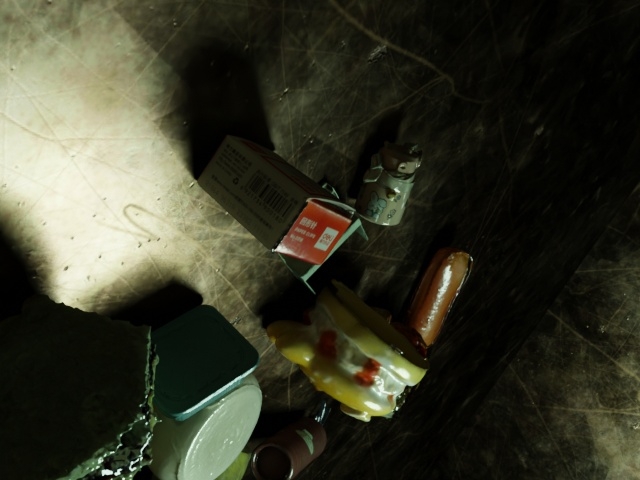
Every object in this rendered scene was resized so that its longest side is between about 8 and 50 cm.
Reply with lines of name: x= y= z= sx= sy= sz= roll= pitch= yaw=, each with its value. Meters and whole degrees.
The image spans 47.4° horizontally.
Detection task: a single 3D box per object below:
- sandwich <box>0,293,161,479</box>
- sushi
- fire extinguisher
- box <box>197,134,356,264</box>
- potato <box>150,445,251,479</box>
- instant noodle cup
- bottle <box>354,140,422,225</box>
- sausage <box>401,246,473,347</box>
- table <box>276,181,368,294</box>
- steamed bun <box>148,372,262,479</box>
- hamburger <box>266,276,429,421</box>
sandwich: x=-0.334 y=0.204 z=0.856 sx=0.325 sy=0.262 sz=0.131 roll=-31 pitch=144 yaw=-31
sushi: x=0.147 y=0.289 z=1.732 sx=0.182 sy=0.197 sz=0.343 roll=-59 pitch=161 yaw=-24
fire extinguisher: x=-0.046 y=0.459 z=1.701 sx=0.138 sy=0.102 sz=0.344 roll=-72 pitch=163 yaw=6
box: x=-0.061 y=-0.058 z=1.015 sx=0.099 sy=0.182 sz=0.133 roll=-56 pitch=148 yaw=10
potato: x=-0.216 y=0.463 z=1.471 sx=0.255 sy=0.112 sz=0.269 roll=-2 pitch=120 yaw=-59
instant noodle cup: x=-0.202 y=0.198 z=1.139 sx=0.179 sy=0.157 sz=0.070 roll=-29 pitch=143 yaw=-32
bottle: x=0.122 y=-0.111 z=1.307 sx=0.099 sy=0.099 sz=0.152 roll=-13 pitch=130 yaw=-47
sausage: x=0.275 y=0.143 z=1.805 sx=0.102 sy=0.102 sz=0.330 roll=-20 pitch=141 yaw=-42
table: x=0.000 y=0.000 z=1.292 sx=0.146 sy=0.062 sz=0.175 roll=-46 pitch=154 yaw=-6
steamed bun: x=-0.216 y=0.300 z=1.252 sx=0.232 sy=0.145 sz=0.231 roll=-42 pitch=148 yaw=-34
hamburger: x=0.049 y=0.218 z=1.432 sx=0.186 sy=0.261 sz=0.303 roll=-47 pitch=133 yaw=3
